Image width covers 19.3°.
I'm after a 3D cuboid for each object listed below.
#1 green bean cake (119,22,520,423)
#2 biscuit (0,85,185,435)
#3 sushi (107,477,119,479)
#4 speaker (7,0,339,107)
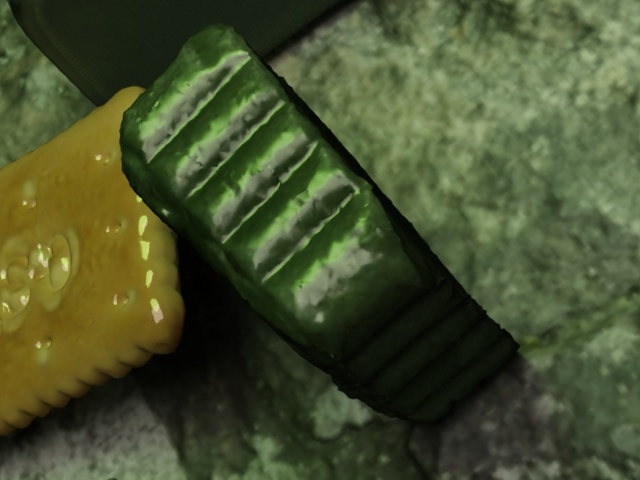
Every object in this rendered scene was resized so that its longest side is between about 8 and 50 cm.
[{"bbox_3d":[0.000,0.000,0.945,0.094,0.183,0.185,-46,61,1],"label":"green bean cake"},{"bbox_3d":[-0.176,0.029,1.046,0.249,0.030,0.160,-26,59,31],"label":"biscuit"},{"bbox_3d":[-0.147,0.193,0.950,0.291,0.139,0.131,-14,56,17],"label":"sushi"},{"bbox_3d":[-0.015,-0.268,1.070,0.406,0.183,0.184,-36,55,4],"label":"speaker"}]
